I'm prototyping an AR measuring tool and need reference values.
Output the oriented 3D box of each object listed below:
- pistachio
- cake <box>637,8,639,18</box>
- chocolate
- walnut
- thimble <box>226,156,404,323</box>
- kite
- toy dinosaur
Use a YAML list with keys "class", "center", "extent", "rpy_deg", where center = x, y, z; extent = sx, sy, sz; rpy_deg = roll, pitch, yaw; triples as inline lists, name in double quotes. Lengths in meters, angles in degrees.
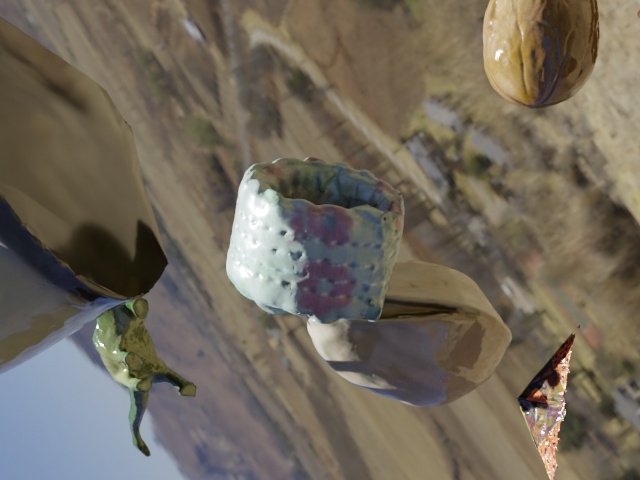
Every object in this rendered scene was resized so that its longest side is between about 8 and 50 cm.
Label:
- class: "pistachio"
  center: [0.118, 0.126, 1.716]
  extent: [0.226, 0.332, 0.208]
  rpy_deg: [-28, 51, 61]
- class: "cake"
  center: [0.656, -0.338, 1.790]
  extent: [0.293, 0.196, 0.199]
  rpy_deg: [43, 162, 0]
- class: "chocolate"
  center: [-0.364, -0.026, 1.220]
  extent: [0.314, 0.297, 0.326]
  rpy_deg: [36, -147, -58]
- class: "walnut"
  center: [0.302, -0.282, 1.640]
  extent: [0.167, 0.167, 0.207]
  rpy_deg: [108, 168, -78]
- class: "thimble"
  center: [0.000, 0.000, 1.419]
  extent: [0.211, 0.185, 0.149]
  rpy_deg: [24, 116, 30]
- class: "kite"
  center: [0.300, 0.222, 1.634]
  extent: [0.125, 0.008, 0.222]
  rpy_deg: [176, 104, -69]
- class: "toy dinosaur"
  center: [-0.302, 0.162, 1.806]
  extent: [0.301, 0.087, 0.447]
  rpy_deg: [8, 124, 62]
